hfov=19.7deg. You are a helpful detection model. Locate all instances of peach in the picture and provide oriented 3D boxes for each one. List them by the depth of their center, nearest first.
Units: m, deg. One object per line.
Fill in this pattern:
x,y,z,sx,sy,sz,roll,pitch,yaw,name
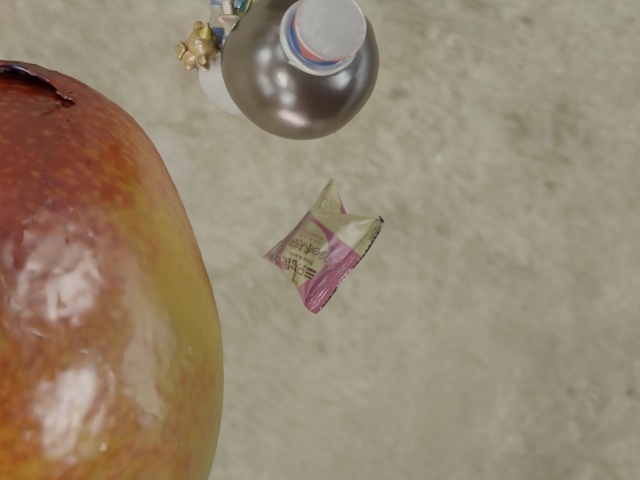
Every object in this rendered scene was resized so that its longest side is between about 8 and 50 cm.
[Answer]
-0.141,0.045,0.721,0.231,0.231,0.231,-6,109,-17,peach

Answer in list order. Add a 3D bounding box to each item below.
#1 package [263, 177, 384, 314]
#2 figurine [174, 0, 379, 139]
0.000,0.000,0.950,0.029,0.083,0.059,38,93,-26,package
-0.025,-0.178,1.735,0.161,0.275,0.158,40,86,-24,figurine
